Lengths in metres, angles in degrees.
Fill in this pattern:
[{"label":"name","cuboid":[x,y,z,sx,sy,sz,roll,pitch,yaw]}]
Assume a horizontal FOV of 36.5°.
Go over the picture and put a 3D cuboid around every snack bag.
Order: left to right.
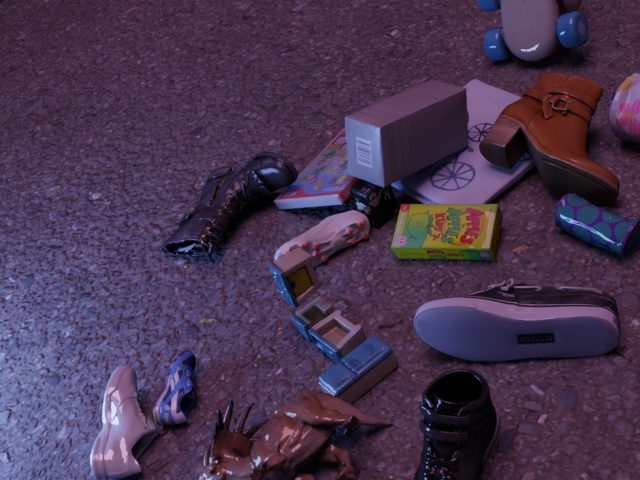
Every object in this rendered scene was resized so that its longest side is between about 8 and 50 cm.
[{"label":"snack bag","cuboid":[0.294,-0.189,1.918,0.342,0.037,0.323,-37,41,-18]}]

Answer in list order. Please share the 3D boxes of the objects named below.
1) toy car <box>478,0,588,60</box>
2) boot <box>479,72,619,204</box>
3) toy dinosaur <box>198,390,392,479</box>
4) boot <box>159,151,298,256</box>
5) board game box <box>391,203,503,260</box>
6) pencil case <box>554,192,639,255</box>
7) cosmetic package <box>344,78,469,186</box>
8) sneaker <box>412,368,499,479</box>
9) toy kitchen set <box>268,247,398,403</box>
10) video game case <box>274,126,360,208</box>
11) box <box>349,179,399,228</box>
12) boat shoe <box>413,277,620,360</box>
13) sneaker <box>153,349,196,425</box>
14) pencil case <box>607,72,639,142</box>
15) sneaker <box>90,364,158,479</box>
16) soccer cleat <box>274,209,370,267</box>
[{"label":"toy car","cuboid":[0.501,-0.504,2.118,0.219,0.210,0.238,-2,12,43]},{"label":"boot","cuboid":[0.457,-0.192,1.762,0.283,0.109,0.220,25,63,39]},{"label":"toy dinosaur","cuboid":[-0.049,0.290,1.448,0.295,0.127,0.200,-28,31,-17]},{"label":"boot","cuboid":[-0.182,-0.058,1.945,0.262,0.091,0.229,-13,36,38]},{"label":"board game box","cuboid":[0.224,-0.016,1.720,0.181,0.043,0.092,1,60,27]},{"label":"pencil case","cuboid":[0.465,-0.028,1.621,0.070,0.064,0.151,-51,45,-10]},{"label":"cosmetic package","cuboid":[0.166,-0.205,1.825,0.238,0.127,0.107,-27,35,-36]},{"label":"sneaker","cuboid":[0.161,0.299,1.309,0.104,0.147,0.296,5,47,28]},{"label":"toy kitchen set","cuboid":[-0.002,0.136,1.564,0.122,0.166,0.207,-36,40,-18]},{"label":"video game case","cuboid":[0.055,-0.165,1.965,0.204,0.025,0.285,-2,39,51]},{"label":"box","cuboid":[0.103,-0.077,1.836,0.062,0.083,0.052,-38,41,-22]},{"label":"boat shoe","cuboid":[0.301,0.111,1.498,0.306,0.113,0.105,-4,35,17]},{"label":"sneaker","cuboid":[-0.230,0.249,1.634,0.059,0.053,0.144,-2,49,21]},{"label":"pencil case","cuboid":[0.651,-0.215,1.713,0.273,0.113,0.124,21,87,41]},{"label":"sneaker","cuboid":[-0.312,0.300,1.606,0.094,0.080,0.212,-3,47,5]},{"label":"soccer cleat","cuboid":[0.000,0.000,1.815,0.196,0.068,0.076,-24,32,-13]}]
